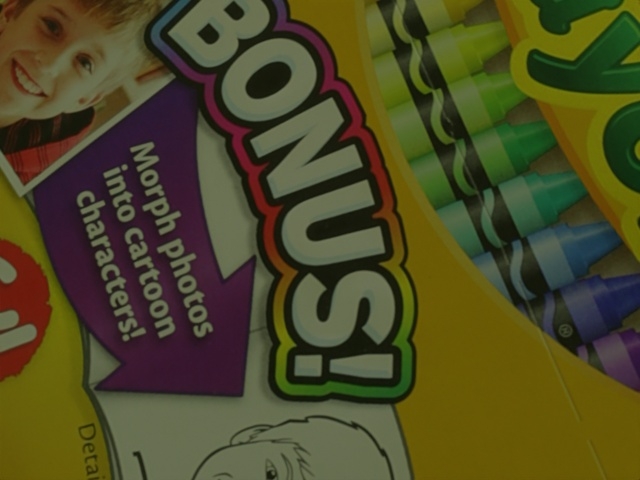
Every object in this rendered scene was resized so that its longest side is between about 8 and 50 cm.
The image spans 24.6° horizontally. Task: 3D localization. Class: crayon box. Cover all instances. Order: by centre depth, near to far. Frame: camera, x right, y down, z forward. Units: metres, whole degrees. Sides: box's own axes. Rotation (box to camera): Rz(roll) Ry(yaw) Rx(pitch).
[{"bbox_3d":[0.000,0.000,0.534,0.313,0.106,0.363,-23,-111,4],"label":"crayon box"}]
